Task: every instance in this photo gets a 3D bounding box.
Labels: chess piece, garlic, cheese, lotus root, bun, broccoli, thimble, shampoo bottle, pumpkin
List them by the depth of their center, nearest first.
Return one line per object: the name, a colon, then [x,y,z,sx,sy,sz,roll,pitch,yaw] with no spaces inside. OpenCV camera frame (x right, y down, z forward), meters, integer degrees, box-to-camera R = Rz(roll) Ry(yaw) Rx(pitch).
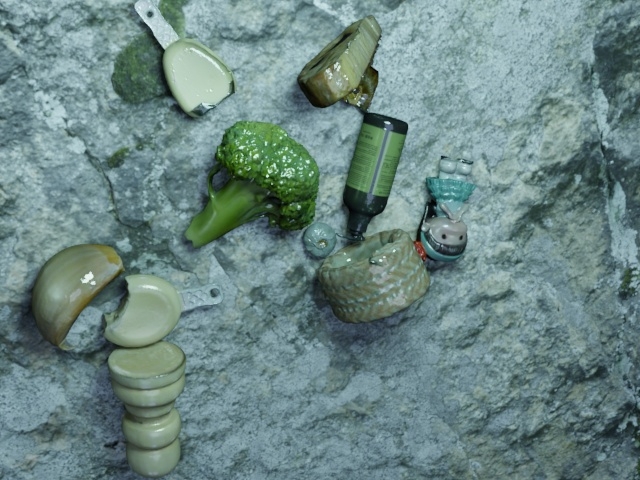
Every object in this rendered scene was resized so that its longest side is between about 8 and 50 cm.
cheese: [-0.278,-0.371,1.536,0.127,0.054,0.251,-37,112,-2]
lotus root: [0.032,-0.354,1.566,0.170,0.261,0.074,-28,115,29]
garlic: [-0.509,0.115,1.592,0.245,0.145,0.164,-55,143,7]
broccoli: [-0.122,-0.116,1.620,0.254,0.186,0.302,11,146,-22]
pumpkin: [0.085,-0.330,1.664,0.073,0.035,0.101,14,102,-35]
cheese: [-0.339,0.156,1.671,0.248,0.071,0.163,8,104,-19]
chess piece: [-0.375,0.383,1.692,0.167,0.167,0.300,-3,112,-15]
shampoo bottle: [0.109,-0.133,1.692,0.101,0.101,0.284,10,103,-18]
thimble: [0.116,0.075,1.702,0.196,0.229,0.148,-41,110,-45]
bun: [0.000,0.000,1.731,0.083,0.045,0.083,-4,110,-10]

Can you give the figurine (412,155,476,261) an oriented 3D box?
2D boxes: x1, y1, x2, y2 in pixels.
figurine: [0.278,-0.068,1.761,0.138,0.110,0.246,7,102,-8]
